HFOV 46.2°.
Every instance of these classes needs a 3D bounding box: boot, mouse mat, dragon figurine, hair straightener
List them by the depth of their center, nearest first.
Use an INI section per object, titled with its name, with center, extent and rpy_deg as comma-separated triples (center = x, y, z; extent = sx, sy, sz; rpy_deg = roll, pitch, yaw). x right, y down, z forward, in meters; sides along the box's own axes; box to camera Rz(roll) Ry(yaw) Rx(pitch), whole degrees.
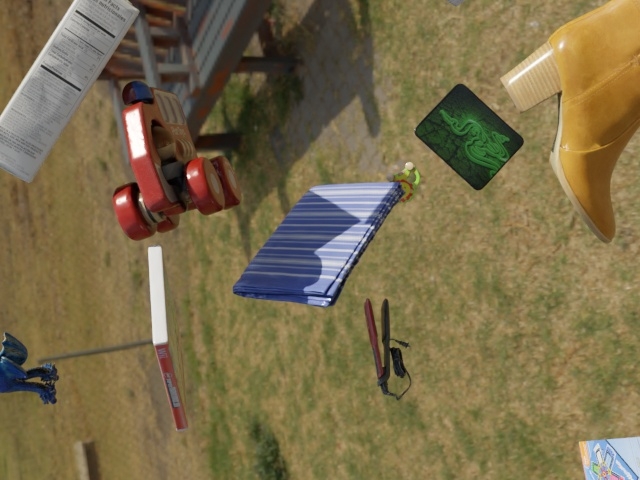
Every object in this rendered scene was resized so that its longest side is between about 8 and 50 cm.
[boot]
center = 0.393, -0.155, 0.980
extent = 0.295, 0.211, 0.104
rpy_deg = 55, -161, -16
[dragon figurine]
center = -0.642, 0.248, 1.515
extent = 0.085, 0.144, 0.289
rpy_deg = -112, 0, -46
[mouse mat]
center = 0.309, -0.216, 1.560
extent = 0.189, 0.152, 0.007
rpy_deg = 43, 174, 2
[hair straightener]
center = 0.151, 0.226, 1.575
extent = 0.047, 0.089, 0.230
rpy_deg = 106, 159, -55

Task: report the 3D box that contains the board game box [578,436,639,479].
[board game box]
center = 0.625, 0.534, 1.527
extent = 0.281, 0.145, 0.027
rpy_deg = -85, -18, -45

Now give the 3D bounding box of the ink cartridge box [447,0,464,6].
[ink cartridge box]
center = 0.191, -0.509, 1.098
extent = 0.171, 0.168, 0.233
rpy_deg = -29, 58, 40

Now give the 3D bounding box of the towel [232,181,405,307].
[towel]
center = 0.000, 0.000, 1.471
extent = 0.243, 0.336, 0.040
rpy_deg = 2, 131, 37

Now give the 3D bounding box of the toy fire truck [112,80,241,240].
[toy fire truck]
center = -0.274, -0.150, 1.325
extent = 0.302, 0.169, 0.254
rpy_deg = -43, -66, -81

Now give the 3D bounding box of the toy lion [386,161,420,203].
[toy lion]
center = 0.236, -0.156, 2.107
extent = 0.096, 0.100, 0.034
rpy_deg = 62, -170, 14

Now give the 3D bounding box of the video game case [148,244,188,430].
[video game case]
center = -0.264, 0.175, 1.311
extent = 0.285, 0.025, 0.204
rpy_deg = 91, 168, -49

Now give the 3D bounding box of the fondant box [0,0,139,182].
[fondant box]
center = -0.447, -0.274, 1.282
extent = 0.330, 0.096, 0.238
rpy_deg = -57, 24, -1
